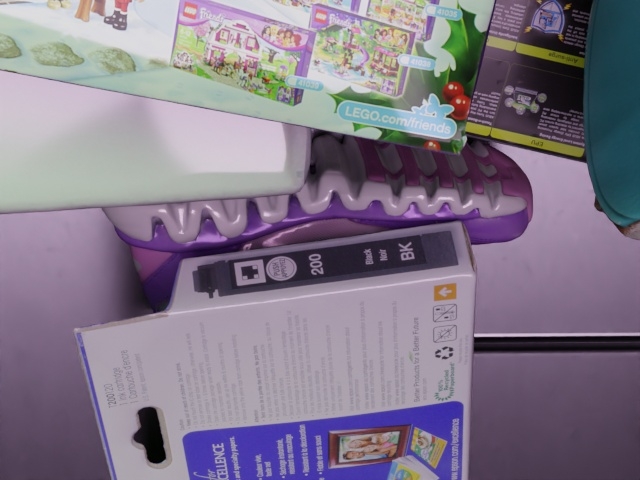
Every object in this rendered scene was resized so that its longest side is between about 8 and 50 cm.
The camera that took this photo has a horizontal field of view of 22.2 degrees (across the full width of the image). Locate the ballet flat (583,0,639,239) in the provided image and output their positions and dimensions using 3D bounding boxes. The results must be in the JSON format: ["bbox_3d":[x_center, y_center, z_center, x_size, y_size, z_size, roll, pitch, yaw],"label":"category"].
[{"bbox_3d":[0.230,-0.196,0.804,0.147,0.147,0.408,8,89,-7],"label":"ballet flat"}]

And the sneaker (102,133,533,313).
[{"bbox_3d":[0.000,0.000,0.908,0.236,0.095,0.104,-4,114,2],"label":"sneaker"}]

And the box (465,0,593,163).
[{"bbox_3d":[0.146,-0.137,0.897,0.191,0.045,0.184,11,108,-8],"label":"box"}]

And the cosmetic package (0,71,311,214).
[{"bbox_3d":[-0.213,-0.199,0.701,0.394,0.329,0.327,-4,107,-4],"label":"cosmetic package"}]

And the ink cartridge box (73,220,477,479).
[{"bbox_3d":[-0.020,0.085,0.903,0.208,0.045,0.206,-8,137,-4],"label":"ink cartridge box"}]

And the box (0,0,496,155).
[{"bbox_3d":[-0.075,-0.153,0.523,0.293,0.057,0.200,10,105,-9],"label":"box"}]
